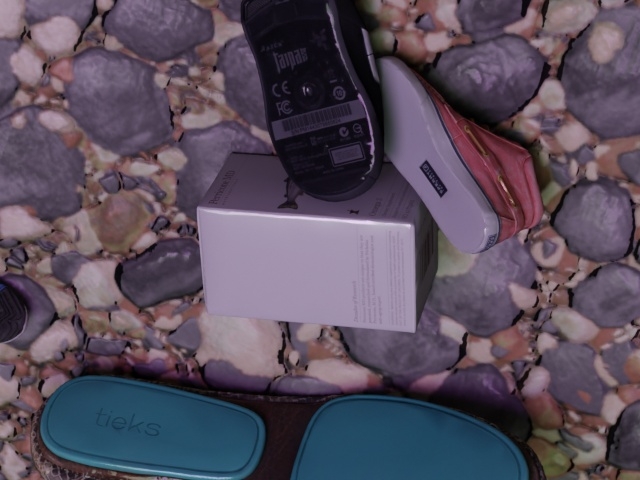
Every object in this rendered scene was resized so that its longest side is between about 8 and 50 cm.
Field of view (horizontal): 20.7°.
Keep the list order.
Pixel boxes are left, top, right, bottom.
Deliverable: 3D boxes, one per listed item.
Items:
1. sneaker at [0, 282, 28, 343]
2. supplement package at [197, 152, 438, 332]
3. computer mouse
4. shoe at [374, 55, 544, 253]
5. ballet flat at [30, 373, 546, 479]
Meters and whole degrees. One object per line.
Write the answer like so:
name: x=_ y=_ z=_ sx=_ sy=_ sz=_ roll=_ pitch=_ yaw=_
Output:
sneaker: x=-0.368 y=0.081 z=1.622 sx=0.211 sy=0.080 sz=0.081 roll=-6 pitch=152 yaw=11
supplement package: x=0.000 y=0.000 z=1.442 sx=0.179 sy=0.105 sz=0.105 roll=4 pitch=121 yaw=13
computer mouse: x=0.022 y=-0.171 z=1.358 sx=0.184 sy=0.060 sz=0.262 roll=-19 pitch=96 yaw=29
shoe: x=0.107 y=-0.075 z=1.397 sx=0.178 sy=0.081 sz=0.063 roll=59 pitch=138 yaw=13
ballet flat: x=-0.025 y=0.221 z=1.570 sx=0.483 sy=0.164 sz=0.182 roll=5 pitch=142 yaw=19
